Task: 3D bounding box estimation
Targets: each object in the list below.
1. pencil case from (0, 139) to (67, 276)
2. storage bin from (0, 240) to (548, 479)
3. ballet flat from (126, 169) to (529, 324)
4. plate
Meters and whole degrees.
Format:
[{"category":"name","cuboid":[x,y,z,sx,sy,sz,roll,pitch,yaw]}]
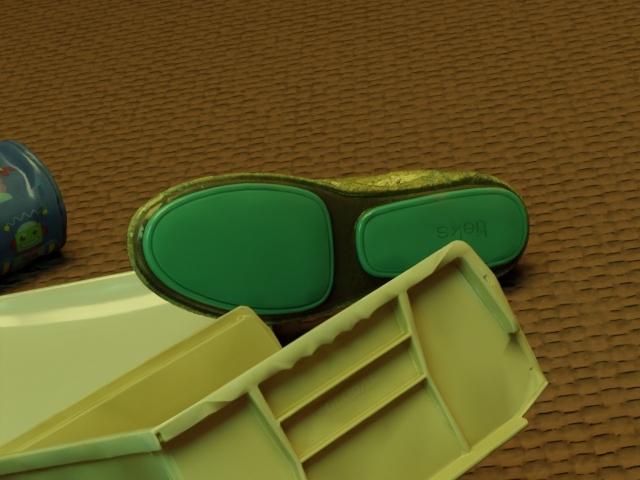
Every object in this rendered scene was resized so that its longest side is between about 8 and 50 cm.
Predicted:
[{"category":"pencil case","cuboid":[-0.389,0.007,1.543,0.306,0.119,0.133,-24,44,-28]},{"category":"storage bin","cuboid":[-0.038,0.119,1.042,0.260,0.123,0.262,-31,6,-34]},{"category":"ballet flat","cuboid":[0.000,0.000,1.352,0.348,0.123,0.123,-5,21,-24]},{"category":"plate","cuboid":[-0.168,0.103,1.335,0.277,0.045,0.278,-10,25,1]}]
